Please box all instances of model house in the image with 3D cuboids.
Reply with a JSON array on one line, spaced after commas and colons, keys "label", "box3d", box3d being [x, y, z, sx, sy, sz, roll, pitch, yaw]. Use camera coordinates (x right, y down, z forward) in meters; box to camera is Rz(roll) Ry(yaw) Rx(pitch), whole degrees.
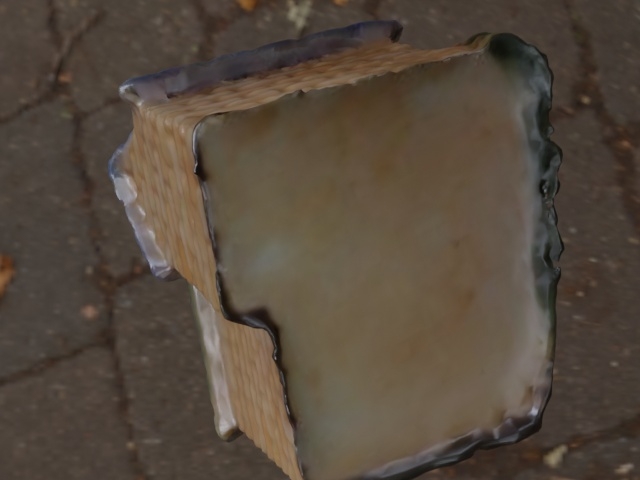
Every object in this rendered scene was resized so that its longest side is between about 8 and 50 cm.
[{"label": "model house", "box3d": [0.000, 0.000, 0.781, 0.172, 0.166, 0.183, 22, 125, 62]}]
